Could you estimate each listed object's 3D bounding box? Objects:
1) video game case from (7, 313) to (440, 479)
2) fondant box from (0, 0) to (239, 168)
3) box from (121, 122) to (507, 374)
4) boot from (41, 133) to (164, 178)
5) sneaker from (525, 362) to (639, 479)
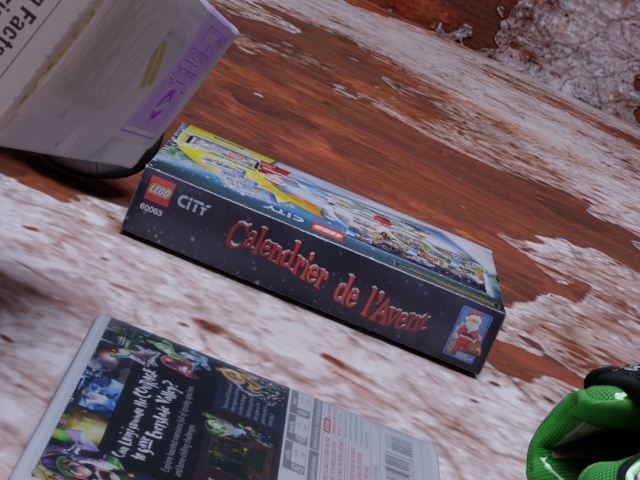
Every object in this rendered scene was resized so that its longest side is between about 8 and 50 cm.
[{"bbox_3d":[-0.030,0.098,0.634,0.173,0.022,0.190,22,15,-4],"label":"video game case"},{"bbox_3d":[-0.203,-0.170,0.661,0.330,0.096,0.238,40,4,4],"label":"fondant box"},{"bbox_3d":[0.000,0.000,0.983,0.233,0.044,0.159,23,14,-2],"label":"box"},{"bbox_3d":[-0.153,-0.198,0.880,0.118,0.338,0.223,-8,5,-4],"label":"boot"},{"bbox_3d":[0.184,0.093,0.753,0.146,0.134,0.343,24,15,6],"label":"sneaker"}]
